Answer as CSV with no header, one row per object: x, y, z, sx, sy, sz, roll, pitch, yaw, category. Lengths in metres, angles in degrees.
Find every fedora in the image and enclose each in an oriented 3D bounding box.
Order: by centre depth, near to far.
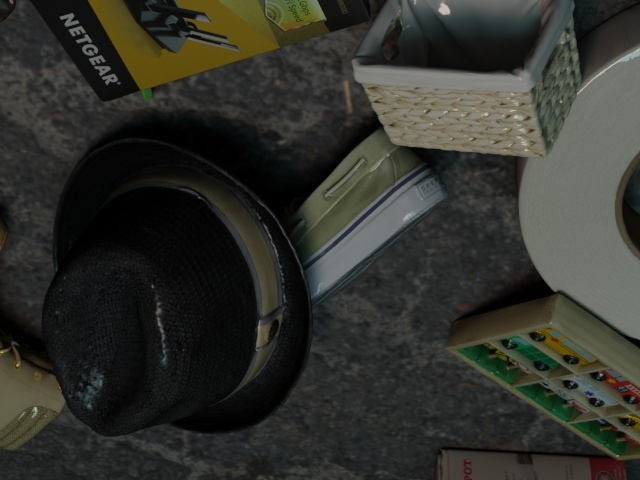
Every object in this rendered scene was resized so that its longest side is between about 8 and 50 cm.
-0.169,0.074,1.352,0.334,0.152,0.334,15,122,25,fedora

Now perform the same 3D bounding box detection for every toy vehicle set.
0.282,0.149,1.482,0.267,0.035,0.166,33,152,-22,toy vehicle set

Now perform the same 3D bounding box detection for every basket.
0.130,-0.145,1.210,0.167,0.113,0.103,8,143,30,basket

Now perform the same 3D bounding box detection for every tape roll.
0.377,-0.059,1.324,0.392,0.072,0.392,2,131,3,tape roll

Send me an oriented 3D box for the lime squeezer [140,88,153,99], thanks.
-0.128,-0.249,1.218,0.110,0.059,0.310,0,139,-41,lime squeezer

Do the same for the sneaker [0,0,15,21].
-0.322,-0.262,1.166,0.162,0.106,0.281,2,154,-9,sneaker

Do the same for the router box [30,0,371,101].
-0.123,-0.259,1.073,0.243,0.081,0.309,-16,142,13,router box

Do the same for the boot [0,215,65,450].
-0.342,0.099,1.485,0.203,0.095,0.262,23,105,-35,boot

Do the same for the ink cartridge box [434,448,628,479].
0.237,0.326,1.600,0.218,0.158,0.092,4,131,0,ink cartridge box

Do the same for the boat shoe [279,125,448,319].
0.000,0.000,1.394,0.302,0.109,0.094,-40,81,32,boat shoe
